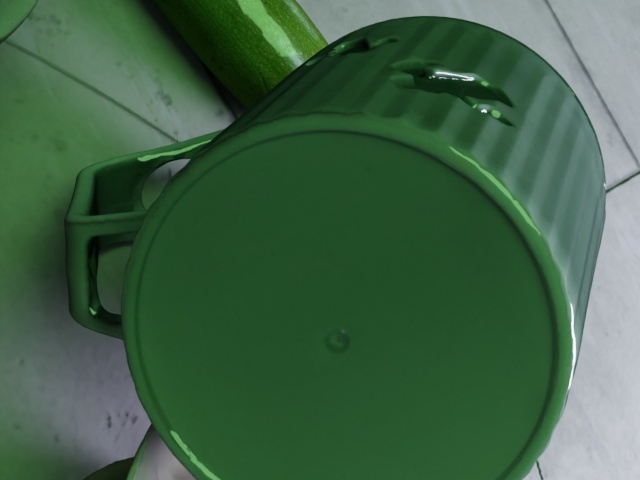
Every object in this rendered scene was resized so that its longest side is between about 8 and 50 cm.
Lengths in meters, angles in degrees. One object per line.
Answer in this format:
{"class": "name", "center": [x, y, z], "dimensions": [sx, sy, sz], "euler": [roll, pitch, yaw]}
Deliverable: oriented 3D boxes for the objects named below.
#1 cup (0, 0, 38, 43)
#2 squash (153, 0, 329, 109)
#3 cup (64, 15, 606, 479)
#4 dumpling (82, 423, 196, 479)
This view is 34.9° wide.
{"class": "cup", "center": [-0.384, -0.222, 0.732], "dimensions": [0.347, 0.163, 0.347], "euler": [16, 58, -27]}
{"class": "squash", "center": [-0.101, -0.237, 0.954], "dimensions": [0.395, 0.107, 0.107], "euler": [51, 55, -6]}
{"class": "cup", "center": [0.013, 0.021, 0.755], "dimensions": [0.310, 0.401, 0.392], "euler": [63, 19, -8]}
{"class": "dumpling", "center": [-0.109, 0.244, 0.700], "dimensions": [0.163, 0.204, 0.292], "euler": [28, 57, -20]}
